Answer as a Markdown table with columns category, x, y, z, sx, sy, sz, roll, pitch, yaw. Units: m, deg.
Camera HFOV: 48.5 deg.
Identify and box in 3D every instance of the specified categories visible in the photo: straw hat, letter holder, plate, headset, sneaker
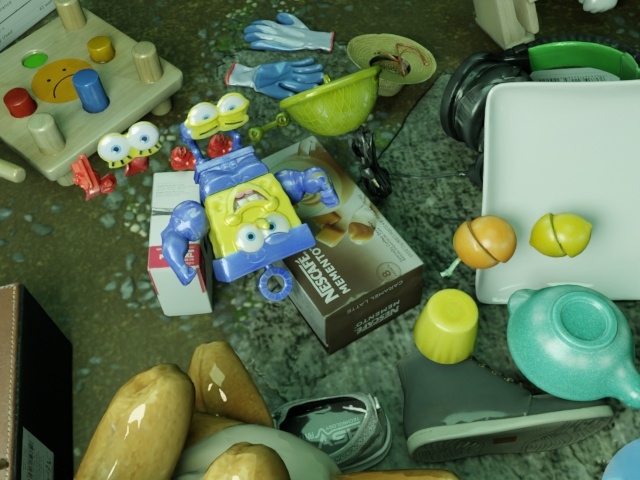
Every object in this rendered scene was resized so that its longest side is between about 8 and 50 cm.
| category | x | y | z | sx | sy | sz | roll | pitch | yaw |
| --- | --- | --- | --- | --- | --- | --- | --- | --- | --- |
| straw hat | 0.103 | -0.255 | 1.089 | 0.145 | 0.061 | 0.144 | 8 | 45 | -9 |
| letter holder | -0.384 | 0.225 | 0.726 | 0.215 | 0.152 | 0.301 | -12 | 55 | -3 |
| plate | 0.324 | -0.056 | 0.836 | 0.278 | 0.277 | 0.045 | -2 | 26 | 1 |
| headset | 0.235 | -0.160 | 0.927 | 0.394 | 0.185 | 0.243 | -25 | 48 | 6 |
| sneaker | -0.062 | 0.213 | 0.735 | 0.282 | 0.115 | 0.105 | -20 | 56 | -11 |
| sneaker | 0.197 | 0.164 | 0.776 | 0.222 | 0.083 | 0.118 | -5 | 52 | -2 |

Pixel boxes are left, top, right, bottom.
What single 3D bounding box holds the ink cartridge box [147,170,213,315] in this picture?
| category | x | y | z | sx | sy | sz | roll | pitch | yaw |
| --- | --- | --- | --- | --- | --- | --- | --- | --- | --- |
| ink cartridge box | -0.172 | 0.002 | 0.893 | 0.063 | 0.109 | 0.150 | -4 | 55 | -1 |

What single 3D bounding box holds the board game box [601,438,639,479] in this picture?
| category | x | y | z | sx | sy | sz | roll | pitch | yaw |
| --- | --- | --- | --- | --- | --- | --- | --- | --- | --- |
| board game box | 0.361 | 0.283 | 0.716 | 0.133 | 0.033 | 0.168 | -12 | 60 | -11 |

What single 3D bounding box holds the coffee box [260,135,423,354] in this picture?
| category | x | y | z | sx | sy | sz | roll | pitch | yaw |
| --- | --- | --- | --- | --- | --- | --- | --- | --- | --- |
| coffee box | 0.000 | 0.000 | 0.892 | 0.141 | 0.098 | 0.246 | -27 | 58 | -15 |

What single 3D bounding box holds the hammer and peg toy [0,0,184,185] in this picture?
| category | x | y | z | sx | sy | sz | roll | pitch | yaw |
| --- | --- | --- | --- | --- | --- | --- | --- | --- | --- |
| hammer and peg toy | -0.406 | -0.190 | 1.033 | 0.266 | 0.127 | 0.361 | 34 | 63 | 22 |

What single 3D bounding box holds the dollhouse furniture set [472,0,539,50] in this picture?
| category | x | y | z | sx | sy | sz | roll | pitch | yaw |
| --- | --- | --- | --- | --- | --- | --- | --- | --- | --- |
| dollhouse furniture set | 0.389 | -0.425 | 1.034 | 0.304 | 0.198 | 0.286 | -23 | 39 | 4 |

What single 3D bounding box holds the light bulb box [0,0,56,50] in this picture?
| category | x | y | z | sx | sy | sz | roll | pitch | yaw |
| --- | --- | --- | --- | --- | --- | --- | --- | --- | --- |
| light bulb box | -0.647 | -0.451 | 1.086 | 0.225 | 0.361 | 0.358 | 26 | 60 | 19 |

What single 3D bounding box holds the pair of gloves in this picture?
| category | x | y | z | sx | sy | sz | roll | pitch | yaw |
| --- | --- | --- | --- | --- | --- | --- | --- | --- | --- |
| pair of gloves | -0.061 | -0.304 | 1.156 | 0.160 | 0.023 | 0.198 | 8 | 56 | 8 |

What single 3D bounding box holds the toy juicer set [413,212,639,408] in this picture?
| category | x | y | z | sx | sy | sz | roll | pitch | yaw |
| --- | --- | --- | --- | --- | --- | --- | --- | --- | --- |
| toy juicer set | 0.282 | 0.075 | 0.775 | 0.329 | 0.089 | 0.209 | 16 | 58 | 11 |

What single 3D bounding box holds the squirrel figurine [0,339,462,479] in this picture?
| category | x | y | z | sx | sy | sz | roll | pitch | yaw |
| --- | --- | --- | --- | --- | --- | --- | --- | --- | --- |
| squirrel figurine | -0.140 | 0.291 | 0.493 | 0.281 | 0.396 | 0.370 | 32 | 18 | 26 |

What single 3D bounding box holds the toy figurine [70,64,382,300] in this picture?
| category | x | y | z | sx | sy | sz | roll | pitch | yaw |
| --- | --- | --- | --- | --- | --- | --- | --- | --- | --- |
| toy figurine | -0.067 | -0.041 | 0.813 | 0.363 | 0.191 | 0.217 | -22 | 87 | -20 |

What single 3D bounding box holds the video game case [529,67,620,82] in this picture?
| category | x | y | z | sx | sy | sz | roll | pitch | yaw |
| --- | --- | --- | --- | --- | --- | --- | --- | --- | --- |
| video game case | 0.468 | -0.135 | 1.001 | 0.329 | 0.036 | 0.299 | -3 | 55 | 0 |

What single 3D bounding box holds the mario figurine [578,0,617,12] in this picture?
| category | x | y | z | sx | sy | sz | roll | pitch | yaw |
| --- | --- | --- | --- | --- | --- | --- | --- | --- | --- |
| mario figurine | 0.498 | -0.471 | 1.208 | 0.320 | 0.170 | 0.198 | 52 | 28 | 21 |
